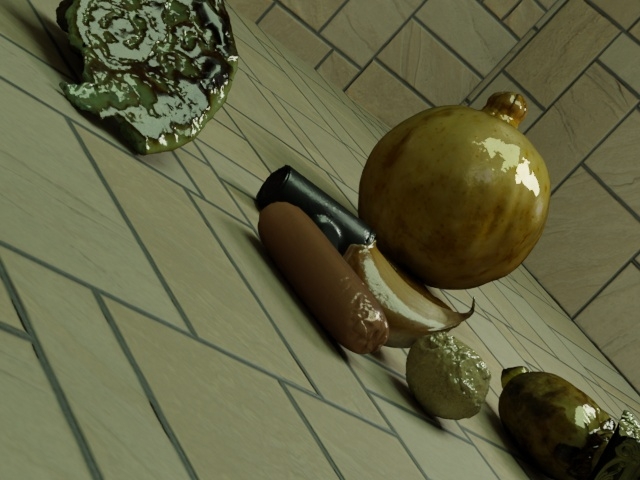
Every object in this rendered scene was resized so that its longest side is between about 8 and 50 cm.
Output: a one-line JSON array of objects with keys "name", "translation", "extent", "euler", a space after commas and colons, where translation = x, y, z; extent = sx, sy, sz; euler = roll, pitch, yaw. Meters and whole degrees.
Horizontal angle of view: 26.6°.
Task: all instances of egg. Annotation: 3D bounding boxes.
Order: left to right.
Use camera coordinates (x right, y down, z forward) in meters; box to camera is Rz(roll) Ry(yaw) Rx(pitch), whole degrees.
[{"name": "egg", "translation": [0.182, 0.193, 1.924], "extent": [0.140, 0.116, 0.118], "euler": [54, 29, -16]}]

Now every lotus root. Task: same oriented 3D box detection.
[{"name": "lotus root", "translation": [0.375, 0.296, 2.165], "extent": [0.169, 0.141, 0.314], "euler": [39, 2, -32]}]

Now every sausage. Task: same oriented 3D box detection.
[{"name": "sausage", "translation": [0.000, 0.049, 1.902], "extent": [0.086, 0.086, 0.289], "euler": [29, 19, -51]}]

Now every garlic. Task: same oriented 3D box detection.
[{"name": "garlic", "translation": [0.104, 0.104, 1.997], "extent": [0.206, 0.115, 0.128], "euler": [32, 54, 0]}]

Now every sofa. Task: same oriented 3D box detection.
[{"name": "sofa", "translation": [0.412, 0.366, 1.732], "extent": [0.182, 0.258, 0.200], "euler": [31, 8, 11]}]

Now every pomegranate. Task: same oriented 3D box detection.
[{"name": "pomegranate", "translation": [0.272, -0.107, 2.602], "extent": [0.410, 0.410, 0.410], "euler": [41, 11, -10]}]

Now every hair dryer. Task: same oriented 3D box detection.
[{"name": "hair dryer", "translation": [0.000, 0.000, 2.123], "extent": [0.197, 0.089, 0.251], "euler": [39, 18, -21]}]

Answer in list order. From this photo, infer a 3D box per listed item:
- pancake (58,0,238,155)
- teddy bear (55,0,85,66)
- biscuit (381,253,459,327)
[{"name": "pancake", "translation": [-0.254, -0.292, 1.972], "extent": [0.304, 0.067, 0.427], "euler": [11, 56, -34]}, {"name": "teddy bear", "translation": [-0.320, -0.310, 2.060], "extent": [0.177, 0.140, 0.190], "euler": [13, 29, -16]}, {"name": "biscuit", "translation": [0.187, 0.106, 2.491], "extent": [0.205, 0.031, 0.138], "euler": [34, 13, -36]}]
